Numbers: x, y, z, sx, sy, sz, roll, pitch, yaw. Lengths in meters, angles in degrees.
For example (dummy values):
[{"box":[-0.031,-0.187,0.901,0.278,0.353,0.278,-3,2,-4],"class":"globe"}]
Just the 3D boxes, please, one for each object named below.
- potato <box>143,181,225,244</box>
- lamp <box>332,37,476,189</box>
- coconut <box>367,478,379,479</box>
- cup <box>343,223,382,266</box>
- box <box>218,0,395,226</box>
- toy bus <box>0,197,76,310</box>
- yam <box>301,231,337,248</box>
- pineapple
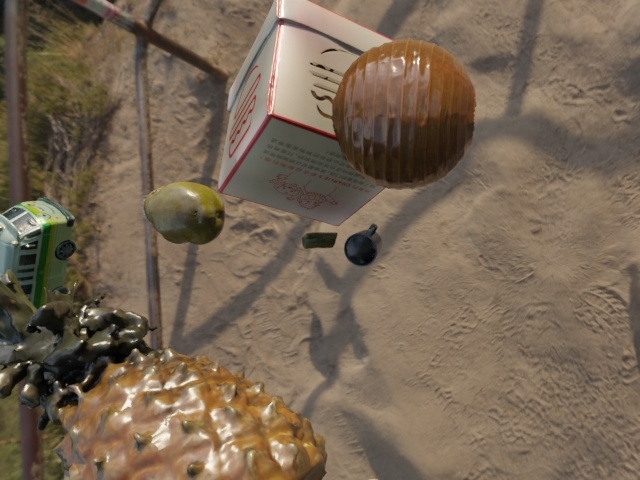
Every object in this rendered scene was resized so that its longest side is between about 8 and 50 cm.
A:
[{"box":[-0.328,-0.066,1.225,0.201,0.154,0.136,1,70,29],"class":"potato"},{"box":[0.075,-0.113,0.463,0.137,0.136,0.136,-1,88,24],"class":"lamp"},{"box":[0.107,0.512,0.891,0.161,0.161,0.162,38,138,21],"class":"coconut"},{"box":[0.107,0.004,1.169,0.078,0.077,0.100,31,111,11],"class":"cup"},{"box":[-0.013,-0.247,1.049,0.312,0.315,0.299,-40,41,54],"class":"box"},{"box":[-0.690,0.049,1.187,0.134,0.165,0.275,28,112,23],"class":"toy bus"},{"box":[0.000,0.000,1.278,0.043,0.094,0.043,180,90,-69],"class":"yam"},{"box":[-0.166,0.123,0.404,0.341,0.169,0.169,32,101,18],"class":"pineapple"}]
